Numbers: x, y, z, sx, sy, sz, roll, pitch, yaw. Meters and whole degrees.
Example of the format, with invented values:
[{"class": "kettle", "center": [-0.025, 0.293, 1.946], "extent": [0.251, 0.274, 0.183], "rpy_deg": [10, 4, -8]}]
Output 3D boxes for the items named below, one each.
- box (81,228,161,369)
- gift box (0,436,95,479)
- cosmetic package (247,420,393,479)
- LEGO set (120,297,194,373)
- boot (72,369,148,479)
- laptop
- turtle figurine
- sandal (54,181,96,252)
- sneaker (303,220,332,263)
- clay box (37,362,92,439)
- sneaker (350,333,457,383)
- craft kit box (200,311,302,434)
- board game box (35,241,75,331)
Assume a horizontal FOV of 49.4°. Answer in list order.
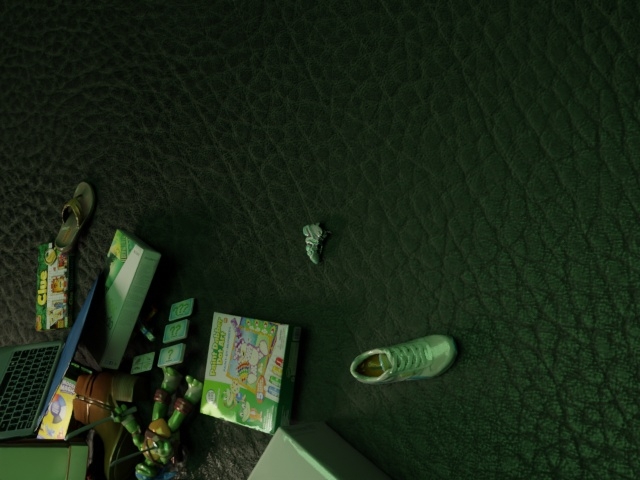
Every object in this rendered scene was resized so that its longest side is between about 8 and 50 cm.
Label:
[{"class": "box", "center": [-0.538, 0.148, 1.841], "extent": [0.232, 0.058, 0.322], "rpy_deg": [24, 92, 54]}, {"class": "gift box", "center": [-0.701, 0.637, 1.750], "extent": [0.255, 0.258, 0.276], "rpy_deg": [169, 106, -68]}, {"class": "cosmetic package", "center": [0.054, 0.538, 1.400], "extent": [0.365, 0.197, 0.155], "rpy_deg": [34, 99, 29]}, {"class": "LEGO set", "center": [-0.442, 0.244, 1.785], "extent": [0.244, 0.060, 0.182], "rpy_deg": [-18, 50, 30]}, {"class": "boot", "center": [-0.572, 0.479, 1.818], "extent": [0.220, 0.109, 0.283], "rpy_deg": [-2, 78, 28]}, {"class": "laptop", "center": [-0.769, 0.294, 1.782], "extent": [0.408, 0.382, 0.236], "rpy_deg": [-7, 119, -3]}, {"class": "turtle figurine", "center": [-0.408, 0.430, 1.662], "extent": [0.198, 0.275, 0.266], "rpy_deg": [-13, 47, 61]}, {"class": "sandal", "center": [-0.721, -0.073, 2.019], "extent": [0.090, 0.060, 0.219], "rpy_deg": [17, 77, 28]}, {"class": "sneaker", "center": [0.000, 0.000, 1.614], "extent": [0.069, 0.038, 0.098], "rpy_deg": [-23, 71, 25]}, {"class": "clay box", "center": [-0.717, 0.457, 1.940], "extent": [0.127, 0.053, 0.222], "rpy_deg": [12, 88, 31]}, {"class": "sneaker", "center": [0.173, 0.252, 1.440], "extent": [0.229, 0.092, 0.087], "rpy_deg": [-22, 69, 24]}, {"class": "craft kit box", "center": [-0.166, 0.304, 1.629], "extent": [0.247, 0.061, 0.249], "rpy_deg": [3, 84, 41]}, {"class": "board game box", "center": [-0.781, 0.133, 2.049], "extent": [0.136, 0.030, 0.259], "rpy_deg": [-11, 76, 30]}]
